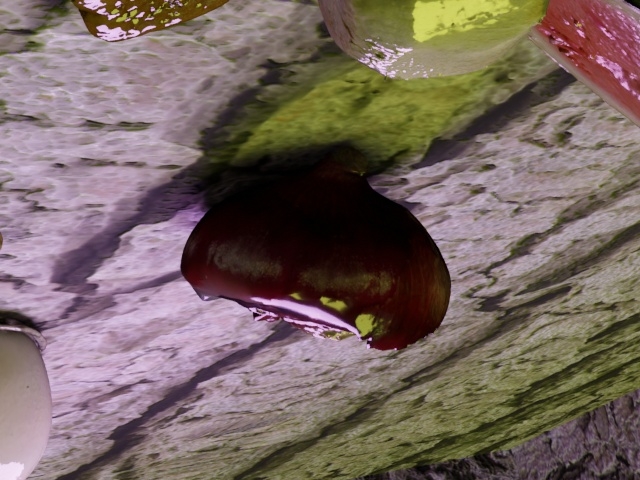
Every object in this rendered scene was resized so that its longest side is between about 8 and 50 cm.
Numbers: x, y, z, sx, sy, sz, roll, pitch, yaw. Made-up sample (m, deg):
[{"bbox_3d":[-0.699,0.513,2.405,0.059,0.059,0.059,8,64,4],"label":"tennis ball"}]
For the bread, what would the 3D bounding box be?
[{"bbox_3d":[-0.099,-0.190,0.865,0.140,0.069,0.128,-21,161,5],"label":"bread"}]

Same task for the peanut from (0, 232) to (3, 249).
[{"bbox_3d":[-0.369,0.026,1.230,0.192,0.089,0.089,-23,162,1],"label":"peanut"}]

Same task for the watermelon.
[{"bbox_3d":[0.247,-0.196,1.104,0.128,0.159,0.303,-49,160,-1],"label":"watermelon"}]

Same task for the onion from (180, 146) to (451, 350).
[{"bbox_3d":[0.000,0.000,1.400,0.272,0.195,0.272,12,-177,-1],"label":"onion"}]

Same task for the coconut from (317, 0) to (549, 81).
[{"bbox_3d":[0.081,-0.187,0.910,0.162,0.161,0.161,-15,162,-9],"label":"coconut"}]

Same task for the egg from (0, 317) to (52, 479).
[{"bbox_3d":[-0.435,0.211,1.560,0.286,0.174,0.264,-8,156,-19],"label":"egg"}]
